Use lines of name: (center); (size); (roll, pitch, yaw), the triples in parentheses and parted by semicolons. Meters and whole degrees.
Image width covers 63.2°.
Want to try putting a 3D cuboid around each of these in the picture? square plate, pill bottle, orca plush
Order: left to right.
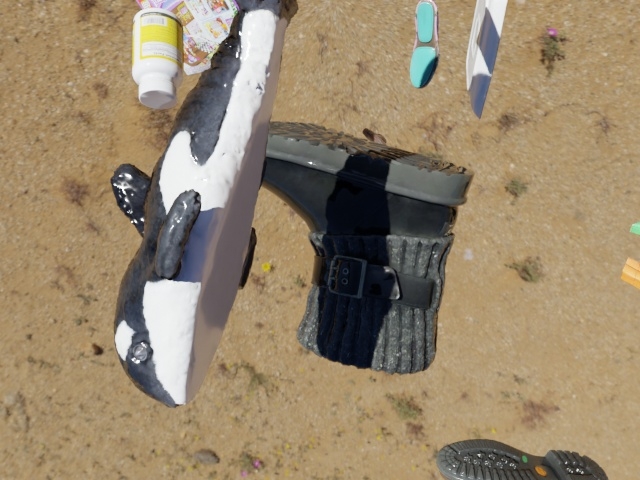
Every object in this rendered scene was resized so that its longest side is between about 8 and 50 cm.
pill bottle: (-0.211, -0.234, 0.677); (0.065, 0.065, 0.116); (-5, 74, 4)
orca plush: (-0.100, -0.043, 0.344); (0.102, 0.151, 0.287); (13, 104, 8)
square plate: (0.462, -0.580, 1.476); (0.049, 0.344, 0.347); (7, 134, 8)

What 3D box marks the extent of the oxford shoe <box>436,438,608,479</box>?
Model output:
oxford shoe: (0.258, 0.329, 0.693); (0.227, 0.083, 0.096); (13, 115, -4)

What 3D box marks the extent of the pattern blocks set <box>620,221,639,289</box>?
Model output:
pattern blocks set: (0.640, 0.053, 0.834); (0.285, 0.325, 0.026); (-6, 123, 0)

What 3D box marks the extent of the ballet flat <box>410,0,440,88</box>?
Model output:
ballet flat: (0.282, -0.514, 1.362); (0.077, 0.079, 0.221); (15, 121, 31)

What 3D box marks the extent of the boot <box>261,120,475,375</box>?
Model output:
boot: (-0.001, 0.001, 0.648); (0.348, 0.131, 0.260); (20, 112, 23)

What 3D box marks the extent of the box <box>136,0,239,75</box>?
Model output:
box: (-0.240, -0.459, 1.073); (0.293, 0.057, 0.201); (8, 142, 44)

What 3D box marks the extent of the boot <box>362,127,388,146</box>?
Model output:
boot: (0.185, -0.283, 1.549); (0.106, 0.114, 0.037); (16, 116, -40)
